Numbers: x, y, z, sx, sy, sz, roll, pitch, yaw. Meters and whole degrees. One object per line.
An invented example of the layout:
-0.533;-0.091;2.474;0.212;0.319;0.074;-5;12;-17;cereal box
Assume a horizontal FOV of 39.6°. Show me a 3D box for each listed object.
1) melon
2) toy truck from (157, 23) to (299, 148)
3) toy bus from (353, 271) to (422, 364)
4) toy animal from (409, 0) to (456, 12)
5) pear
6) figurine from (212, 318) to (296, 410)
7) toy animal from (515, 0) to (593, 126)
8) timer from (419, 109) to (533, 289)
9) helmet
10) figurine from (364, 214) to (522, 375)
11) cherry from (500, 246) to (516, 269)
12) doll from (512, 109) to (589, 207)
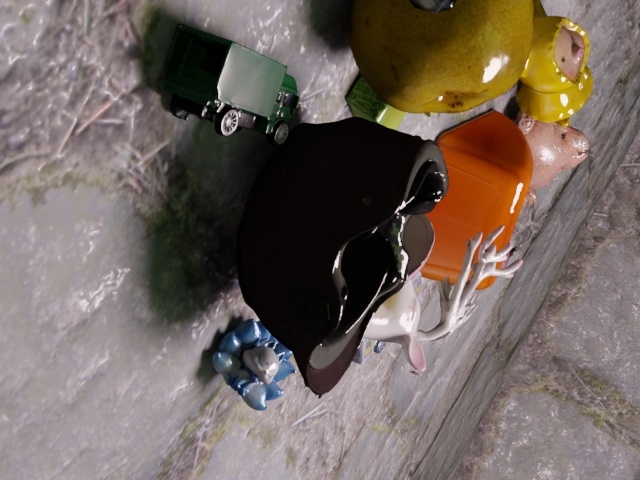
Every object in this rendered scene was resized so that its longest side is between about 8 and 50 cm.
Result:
0.110;-0.195;1.136;0.209;0.064;0.118;-40;153;-38;melon
-0.077;-0.134;0.803;0.147;0.065;0.079;7;105;-64;toy truck
0.097;0.114;1.426;0.190;0.064;0.075;-42;143;-40;toy bus
0.096;-0.358;0.772;0.267;0.212;0.212;-57;156;-24;toy animal
0.131;-0.242;0.960;0.209;0.209;0.209;-46;151;-34;pear
-0.073;0.140;1.079;0.114;0.079;0.114;2;86;-28;figurine
0.394;-0.290;1.528;0.156;0.156;0.230;-57;141;-14;toy animal
0.262;-0.074;1.525;0.250;0.161;0.257;-52;159;-60;timer
0.000;0.000;0.964;0.305;0.177;0.225;-63;166;14;helmet
0.126;0.045;1.243;0.284;0.206;0.316;-56;154;-14;figurine
0.356;0.024;1.829;0.225;0.090;0.107;-20;130;-58;cherry
0.458;-0.208;1.729;0.303;0.156;0.201;-46;140;-44;doll
